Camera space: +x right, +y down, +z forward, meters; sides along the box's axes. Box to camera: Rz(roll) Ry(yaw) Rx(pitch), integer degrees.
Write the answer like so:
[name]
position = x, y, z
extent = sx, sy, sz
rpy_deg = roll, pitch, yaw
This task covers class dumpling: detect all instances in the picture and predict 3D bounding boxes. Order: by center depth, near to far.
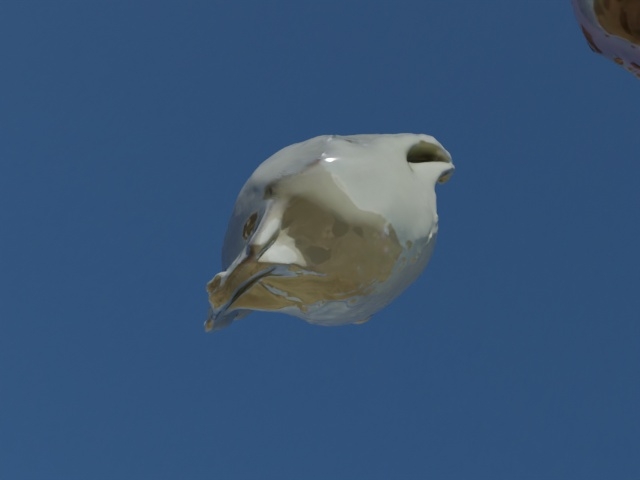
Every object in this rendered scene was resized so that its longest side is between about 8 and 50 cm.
[dumpling]
position = 0.000, 0.000, 1.339
extent = 0.147, 0.258, 0.193
rpy_deg = 54, -31, 5

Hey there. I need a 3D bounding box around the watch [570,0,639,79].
[watch]
position = 0.198, -0.207, 0.687
extent = 0.162, 0.253, 0.241
rpy_deg = -1, -21, -9
